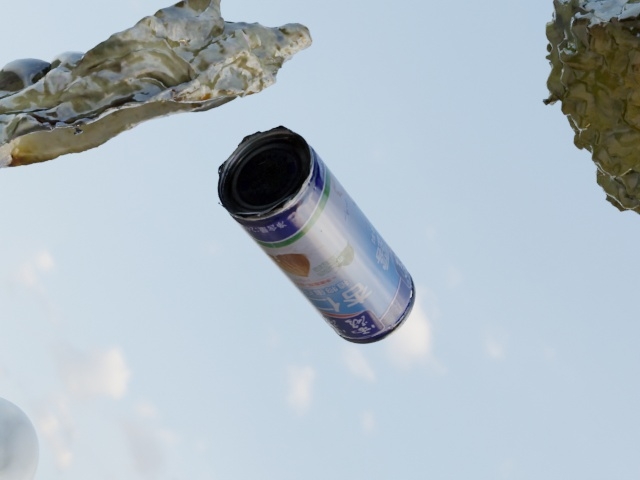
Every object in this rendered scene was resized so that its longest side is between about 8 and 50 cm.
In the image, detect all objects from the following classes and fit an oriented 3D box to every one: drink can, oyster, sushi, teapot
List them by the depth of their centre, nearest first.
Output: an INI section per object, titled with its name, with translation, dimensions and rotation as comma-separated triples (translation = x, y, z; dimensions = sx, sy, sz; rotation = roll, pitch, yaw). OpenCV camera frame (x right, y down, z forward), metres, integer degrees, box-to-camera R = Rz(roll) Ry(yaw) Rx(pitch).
[oyster]
translation = -0.184, -0.124, 1.336
dimensions = 0.221, 0.361, 0.096
rotation = -83, 154, -83
[drink can]
translation = 0.000, 0.000, 1.472
dimensions = 0.097, 0.097, 0.235
rotation = 39, -9, 41
[sushi]
translation = 0.408, -0.202, 1.520
dimensions = 0.397, 0.351, 0.240
rotation = -3, -54, 40
[teapot]
translation = -0.410, 0.265, 1.862
dimensions = 0.139, 0.204, 0.298
rotation = 56, 21, -35
